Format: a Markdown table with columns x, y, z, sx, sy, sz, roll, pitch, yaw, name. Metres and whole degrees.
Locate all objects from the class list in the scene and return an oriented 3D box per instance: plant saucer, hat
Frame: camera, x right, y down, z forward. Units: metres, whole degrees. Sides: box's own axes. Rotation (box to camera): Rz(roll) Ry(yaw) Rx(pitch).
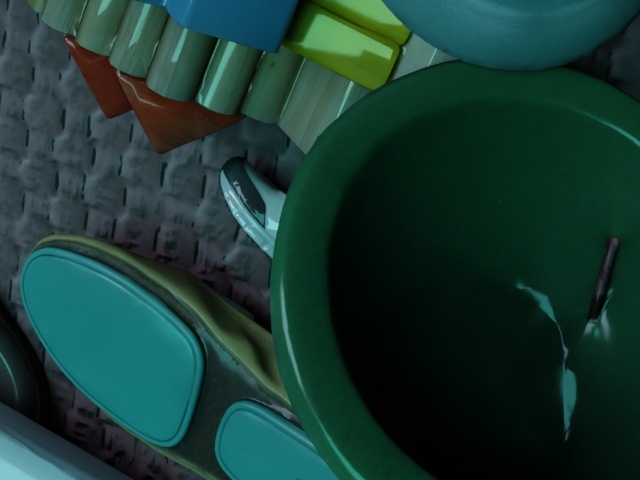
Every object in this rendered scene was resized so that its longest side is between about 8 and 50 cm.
| x | y | z | sx | sy | sz | roll | pitch | yaw | name |
| --- | --- | --- | --- | --- | --- | --- | --- | --- | --- |
| 0.069 | -0.119 | 0.427 | 0.119 | 0.021 | 0.119 | 1 | 85 | -9 | plant saucer |
| 0.060 | 0.064 | 0.481 | 0.172 | 0.183 | 0.209 | 1 | 67 | -7 | hat |

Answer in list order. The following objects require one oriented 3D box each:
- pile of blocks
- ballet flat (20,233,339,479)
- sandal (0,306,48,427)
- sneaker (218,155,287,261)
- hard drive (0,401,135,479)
| x | y | z | sx | sy | sz | roll | pitch | yaw | name |
| --- | --- | --- | --- | --- | --- | --- | --- | --- | --- |
| -0.100 | -0.109 | 0.503 | 0.362 | 0.149 | 0.113 | 30 | 111 | 16 | pile of blocks |
| -0.036 | 0.070 | 0.554 | 0.232 | 0.073 | 0.080 | 36 | 117 | 21 | ballet flat |
| -0.226 | 0.025 | 0.638 | 0.090 | 0.060 | 0.219 | -37 | 84 | 26 | sandal |
| 0.000 | 0.000 | 0.545 | 0.044 | 0.040 | 0.109 | -45 | 84 | 9 | sneaker |
| -0.201 | 0.187 | 0.605 | 0.353 | 0.047 | 0.233 | 29 | 98 | 6 | hard drive |
